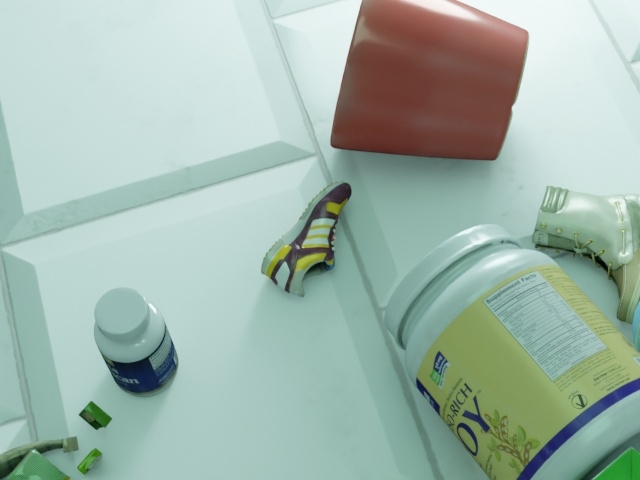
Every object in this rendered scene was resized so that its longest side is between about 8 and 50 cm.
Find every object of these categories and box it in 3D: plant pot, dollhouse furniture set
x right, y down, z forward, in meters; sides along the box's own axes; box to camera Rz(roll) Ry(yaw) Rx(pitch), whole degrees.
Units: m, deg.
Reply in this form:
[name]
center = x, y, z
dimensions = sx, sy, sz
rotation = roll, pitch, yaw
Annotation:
[plant pot]
center = 0.162, -0.238, 1.852
dimensions = 0.243, 0.275, 0.275
rotation = 13, 60, 3
[dollhouse furniture set]
center = -0.335, 0.283, 1.663
dimensions = 0.076, 0.058, 0.152
rotation = 42, 69, -5

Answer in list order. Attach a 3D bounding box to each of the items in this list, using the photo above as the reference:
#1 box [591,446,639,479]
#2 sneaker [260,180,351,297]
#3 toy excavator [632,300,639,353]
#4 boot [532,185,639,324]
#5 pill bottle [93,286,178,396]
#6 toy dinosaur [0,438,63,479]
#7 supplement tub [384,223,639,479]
[box]
center = 0.383, 0.404, 1.436
dimensions = 0.126, 0.231, 0.262
rotation = -36, 61, -17
[sneaker]
center = 0.000, 0.000, 1.825
dimensions = 0.084, 0.069, 0.185
rotation = 36, 74, 14
[toy excavator]
center = 0.592, 0.176, 1.488
dimensions = 0.432, 0.222, 0.445
rotation = 2, 40, 7
[boot]
center = 0.375, 0.016, 1.768
dimensions = 0.165, 0.077, 0.213
rotation = 8, 54, 9
[pill bottle]
center = -0.248, 0.133, 1.699
dimensions = 0.094, 0.169, 0.094
rotation = -3, 58, 4
[toy dinosaur]
center = -0.477, 0.302, 1.680
dimensions = 0.268, 0.064, 0.118
rotation = -34, 79, -18
[supplement tub]
center = 0.256, 0.164, 1.591
dimensions = 0.241, 0.241, 0.331
rotation = -32, 60, -14
